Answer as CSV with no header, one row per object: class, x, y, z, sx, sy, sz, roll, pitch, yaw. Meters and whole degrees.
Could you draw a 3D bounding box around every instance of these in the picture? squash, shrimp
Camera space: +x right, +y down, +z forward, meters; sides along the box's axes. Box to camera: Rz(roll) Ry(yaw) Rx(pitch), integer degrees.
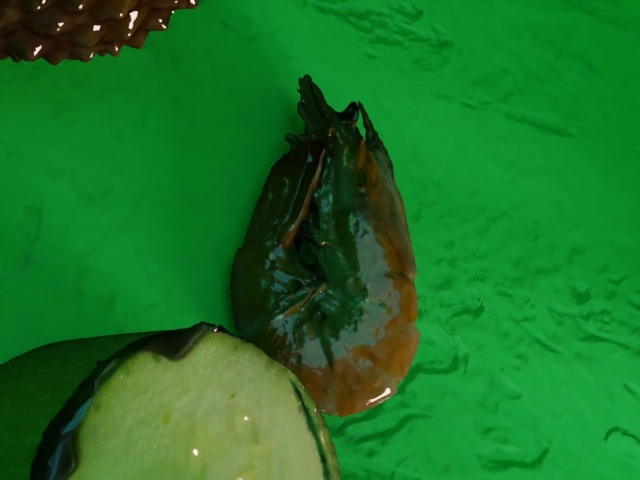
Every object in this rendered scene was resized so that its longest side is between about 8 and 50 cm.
squash,-0.095,0.158,1.015,0.220,0.133,0.220,10,74,-37
shrimp,0.000,-0.001,1.130,0.115,0.051,0.217,1,74,-22

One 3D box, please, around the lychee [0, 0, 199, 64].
lychee,-0.158,-0.230,1.029,0.267,0.267,0.268,8,69,-22
